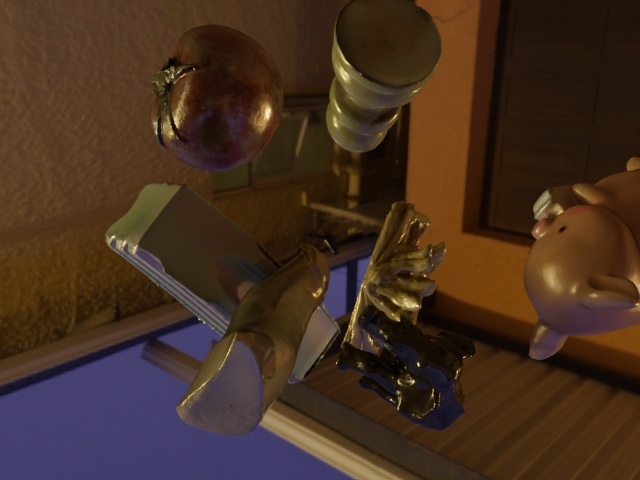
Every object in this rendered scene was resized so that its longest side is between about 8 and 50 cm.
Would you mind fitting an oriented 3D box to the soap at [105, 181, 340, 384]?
[{"bbox_3d":[-0.171,0.091,1.206,0.261,0.446,0.156,8,-124,54],"label":"soap"}]

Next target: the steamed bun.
[{"bbox_3d":[0.194,0.109,1.561,0.189,0.428,0.247,20,178,15],"label":"steamed bun"}]

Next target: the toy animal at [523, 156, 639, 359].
[{"bbox_3d":[0.386,0.012,0.855,0.256,0.195,0.213,-17,-114,-20],"label":"toy animal"}]

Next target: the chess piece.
[{"bbox_3d":[0.086,-0.274,1.146,0.182,0.182,0.330,-2,163,-9],"label":"chess piece"}]

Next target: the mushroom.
[{"bbox_3d":[-0.077,0.134,0.974,0.126,0.177,0.397,33,-156,-1],"label":"mushroom"}]

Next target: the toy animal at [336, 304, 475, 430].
[{"bbox_3d":[0.109,0.147,0.747,0.146,0.114,0.245,27,170,32],"label":"toy animal"}]

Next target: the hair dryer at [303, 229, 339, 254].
[{"bbox_3d":[0.000,0.000,1.458,0.083,0.031,0.079,10,-148,-27],"label":"hair dryer"}]

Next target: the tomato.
[{"bbox_3d":[-0.234,-0.313,1.387,0.282,0.317,0.316,11,-171,-34],"label":"tomato"}]
